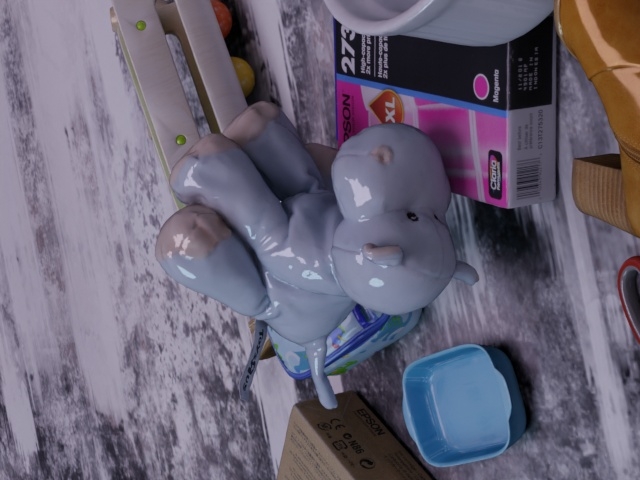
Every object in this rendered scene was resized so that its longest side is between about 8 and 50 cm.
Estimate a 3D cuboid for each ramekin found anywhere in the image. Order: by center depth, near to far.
[{"bbox_3d":[0.120,-0.298,1.461,0.277,0.135,0.277,-24,62,55],"label":"ramekin"}]

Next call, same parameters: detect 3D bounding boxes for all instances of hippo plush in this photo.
[{"bbox_3d":[0.000,0.000,1.598,0.236,0.234,0.294,-10,76,49],"label":"hippo plush"}]

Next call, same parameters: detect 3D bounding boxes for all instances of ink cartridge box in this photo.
[{"bbox_3d":[0.094,-0.152,1.681,0.371,0.069,0.175,22,118,57],"label":"ink cartridge box"},{"bbox_3d":[0.045,0.311,1.869,0.234,0.088,0.193,47,138,41],"label":"ink cartridge box"}]

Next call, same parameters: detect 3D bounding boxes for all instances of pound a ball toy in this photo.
[{"bbox_3d":[-0.151,-0.186,2.029,0.208,0.136,0.319,98,154,-74],"label":"pound a ball toy"}]

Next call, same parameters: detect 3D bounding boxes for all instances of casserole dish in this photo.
[{"bbox_3d":[0.146,0.163,1.711,0.188,0.037,0.114,-26,77,59],"label":"casserole dish"}]

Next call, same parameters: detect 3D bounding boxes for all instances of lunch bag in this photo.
[{"bbox_3d":[0.004,0.023,1.819,0.176,0.090,0.219,-34,69,33],"label":"lunch bag"}]

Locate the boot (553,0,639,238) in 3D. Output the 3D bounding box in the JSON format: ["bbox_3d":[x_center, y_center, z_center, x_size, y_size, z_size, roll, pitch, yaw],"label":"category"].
[{"bbox_3d":[0.292,-0.128,1.345,0.211,0.104,0.295,18,117,49],"label":"boot"}]

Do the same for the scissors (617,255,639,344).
[{"bbox_3d":[0.332,0.137,1.424,0.109,0.021,0.297,-44,63,51],"label":"scissors"}]

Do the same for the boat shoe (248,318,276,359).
[{"bbox_3d":[-0.045,0.080,1.970,0.059,0.063,0.170,62,146,16],"label":"boat shoe"}]
